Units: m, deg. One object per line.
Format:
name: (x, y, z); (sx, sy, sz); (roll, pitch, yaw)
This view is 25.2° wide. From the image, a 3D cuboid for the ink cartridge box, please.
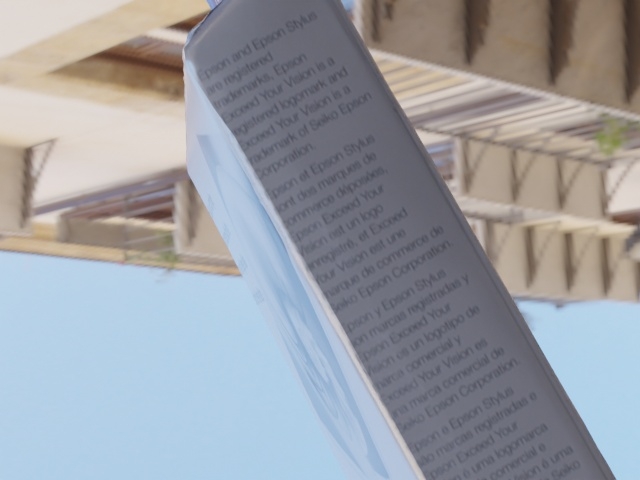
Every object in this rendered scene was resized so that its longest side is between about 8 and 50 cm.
ink cartridge box: (0.000, 0.000, 0.416); (0.045, 0.223, 0.224); (-27, -92, -7)
